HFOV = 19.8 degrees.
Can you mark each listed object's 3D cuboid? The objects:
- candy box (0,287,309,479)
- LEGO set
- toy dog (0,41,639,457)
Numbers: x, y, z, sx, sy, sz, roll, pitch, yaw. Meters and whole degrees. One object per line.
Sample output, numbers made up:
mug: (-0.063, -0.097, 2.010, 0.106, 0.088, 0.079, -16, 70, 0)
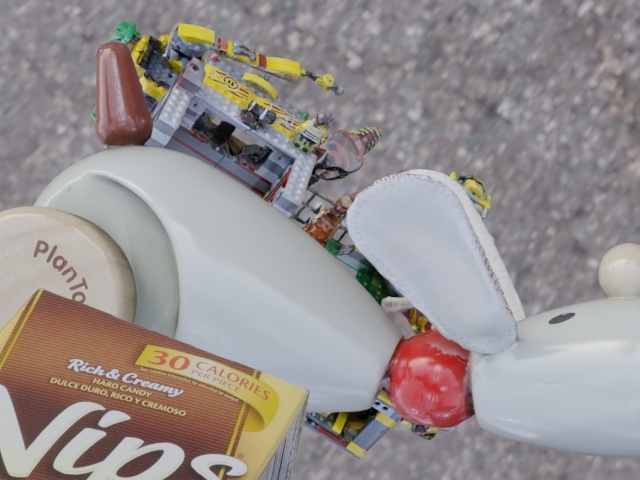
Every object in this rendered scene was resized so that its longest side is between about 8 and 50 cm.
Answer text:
candy box: (-0.088, 0.098, 0.586, 0.109, 0.187, 0.053, 19, 125, 11)
LEGO set: (-0.005, -0.030, 1.158, 0.331, 0.255, 0.192, 37, 129, -5)
toy dog: (0.000, 0.000, 0.838, 0.333, 0.220, 0.161, 6, 92, -11)
